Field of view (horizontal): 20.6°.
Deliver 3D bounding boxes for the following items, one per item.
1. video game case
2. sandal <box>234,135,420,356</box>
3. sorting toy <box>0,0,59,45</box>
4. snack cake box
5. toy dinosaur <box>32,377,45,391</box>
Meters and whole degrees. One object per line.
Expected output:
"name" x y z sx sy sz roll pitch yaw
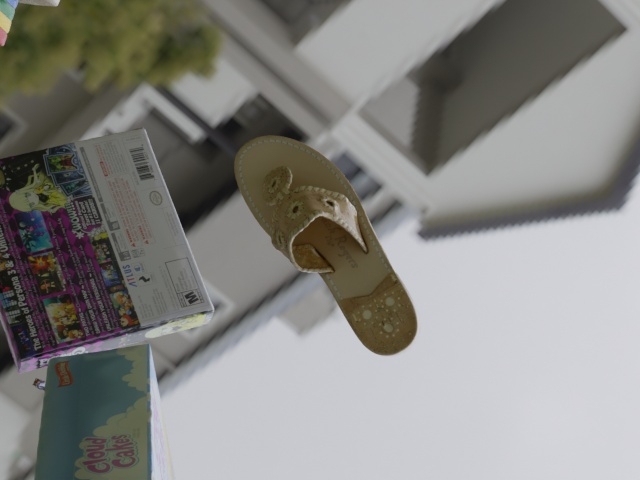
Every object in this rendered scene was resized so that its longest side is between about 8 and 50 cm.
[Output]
"video game case" -0.246 0.006 1.831 0.042 0.210 0.232 114 -42 -59
"sandal" 0.005 -0.004 1.545 0.088 0.240 0.079 -37 169 2
"sorting toy" -0.446 -0.296 1.850 0.257 0.255 0.089 10 -106 22
"snack cake box" -0.158 0.202 1.342 0.089 0.152 0.264 -8 -159 -3
"toy dinosaur" -0.276 0.180 1.844 0.082 0.047 0.090 22 -83 44
